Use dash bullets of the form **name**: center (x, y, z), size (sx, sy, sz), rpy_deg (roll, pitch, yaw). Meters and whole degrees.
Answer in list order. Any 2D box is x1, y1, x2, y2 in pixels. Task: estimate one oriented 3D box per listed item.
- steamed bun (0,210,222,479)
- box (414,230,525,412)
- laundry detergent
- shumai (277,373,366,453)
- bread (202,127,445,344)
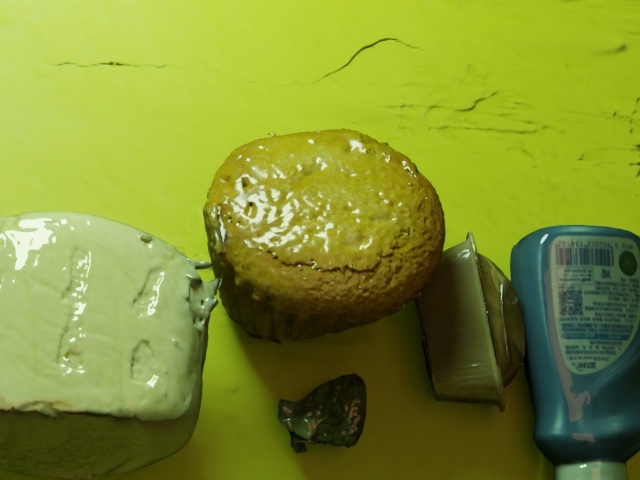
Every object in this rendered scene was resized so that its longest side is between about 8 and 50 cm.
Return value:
- **steamed bun**: center (-0.235, 0.098, 1.790), size (0.273, 0.166, 0.232), rpy_deg (5, 60, -20)
- **box**: center (0.148, 0.083, 1.932), size (0.111, 0.111, 0.177), rpy_deg (-5, 75, -17)
- **laundry detergent**: center (0.266, 0.133, 1.958), size (0.143, 0.094, 0.290), rpy_deg (6, 75, -27)
- **shumai**: center (-0.001, 0.162, 1.883), size (0.080, 0.082, 0.083), rpy_deg (10, 48, -11)
- **bread**: center (0.003, -0.003, 1.877), size (0.240, 0.139, 0.240), rpy_deg (4, 47, -4)
